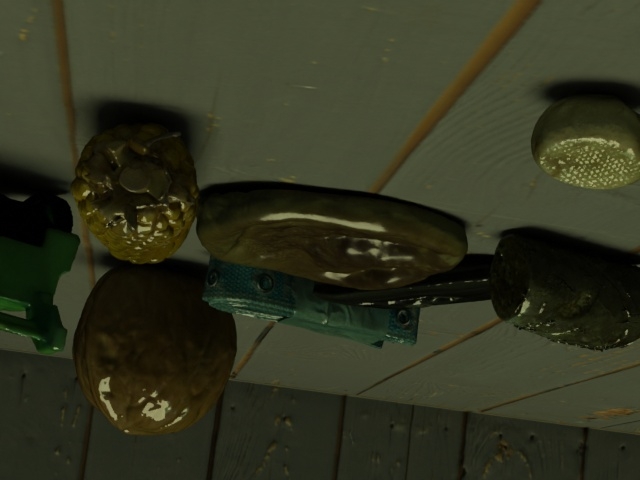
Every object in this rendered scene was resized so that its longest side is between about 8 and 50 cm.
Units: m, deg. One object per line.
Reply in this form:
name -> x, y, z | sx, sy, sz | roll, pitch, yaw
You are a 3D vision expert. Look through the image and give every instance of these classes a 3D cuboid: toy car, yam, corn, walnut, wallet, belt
toy car -> -0.397, 0.018, 1.548 | 0.213, 0.176, 0.359 | 18, 165, -41
yam -> 0.249, 0.054, 1.529 | 0.183, 0.107, 0.107 | 16, 166, -32
corn -> -0.159, -0.036, 1.330 | 0.106, 0.106, 0.305 | 8, 173, -4
walnut -> -0.216, 0.142, 1.953 | 0.228, 0.228, 0.228 | 7, 169, 1
wallet -> 0.127, 0.053, 1.740 | 0.245, 0.052, 0.168 | -3, 169, 33
belt -> -0.005, 0.076, 1.876 | 0.302, 0.072, 0.087 | 15, 162, -29

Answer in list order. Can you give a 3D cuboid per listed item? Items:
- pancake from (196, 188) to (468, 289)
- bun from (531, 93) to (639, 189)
pancake -> 0.000, 0.000, 1.535 | 0.294, 0.049, 0.294 | 8, 168, 2
bun -> 0.187, -0.072, 1.035 | 0.086, 0.055, 0.086 | 8, 155, 4
